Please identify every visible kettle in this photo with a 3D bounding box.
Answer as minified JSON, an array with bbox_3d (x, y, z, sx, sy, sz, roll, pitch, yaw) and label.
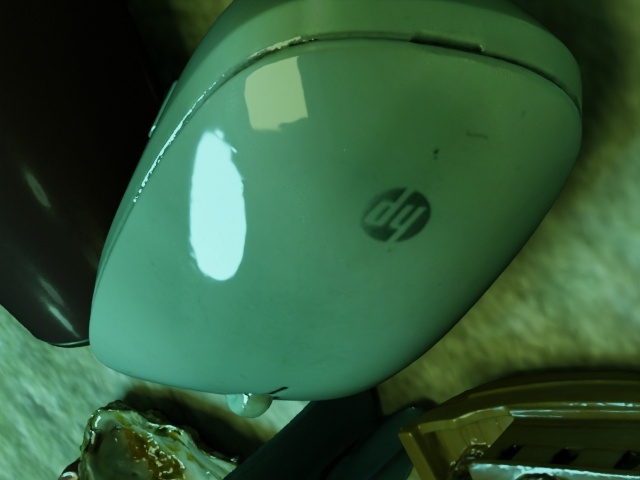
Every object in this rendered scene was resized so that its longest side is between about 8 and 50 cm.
[{"bbox_3d":[-0.159,-0.062,0.840,0.202,0.144,0.232,12,136,51],"label":"kettle"}]

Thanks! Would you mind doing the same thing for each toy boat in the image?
[{"bbox_3d":[0.110,0.095,0.735,0.200,0.077,0.057,-2,121,49],"label":"toy boat"}]

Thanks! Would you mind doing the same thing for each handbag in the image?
[{"bbox_3d":[-0.037,0.165,0.840,0.057,0.221,0.144,36,142,17],"label":"handbag"}]

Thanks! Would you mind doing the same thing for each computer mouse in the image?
[{"bbox_3d":[0.001,0.005,0.700,0.288,0.159,0.097,118,152,-47],"label":"computer mouse"}]

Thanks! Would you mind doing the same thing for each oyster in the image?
[{"bbox_3d":[-0.081,0.150,1.021,0.177,0.056,0.105,15,121,39],"label":"oyster"}]

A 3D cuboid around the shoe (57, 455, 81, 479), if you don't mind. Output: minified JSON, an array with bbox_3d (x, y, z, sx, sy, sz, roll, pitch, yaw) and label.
[{"bbox_3d":[-0.132,0.188,1.100,0.109,0.069,0.072,47,120,-7],"label":"shoe"}]
